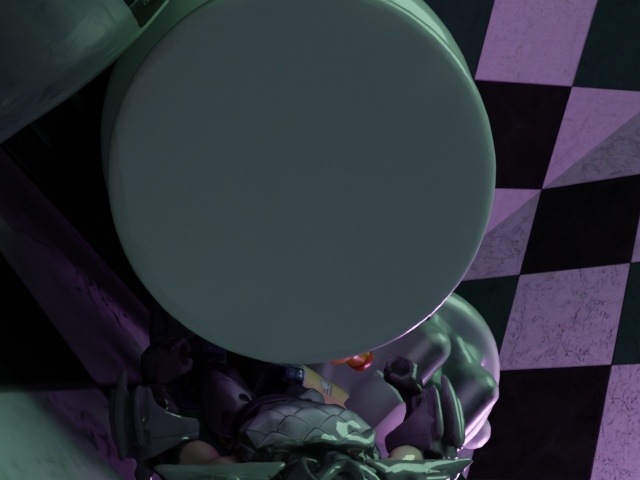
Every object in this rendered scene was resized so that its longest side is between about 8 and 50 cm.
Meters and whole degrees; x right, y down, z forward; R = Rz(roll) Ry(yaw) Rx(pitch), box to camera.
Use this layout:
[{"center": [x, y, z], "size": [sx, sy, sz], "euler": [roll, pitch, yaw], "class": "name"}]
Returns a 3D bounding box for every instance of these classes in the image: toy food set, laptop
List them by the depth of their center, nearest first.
[{"center": [0.034, 0.162, 0.917], "size": [0.104, 0.111, 0.232], "euler": [37, 8, -45], "class": "toy food set"}, {"center": [-0.220, -0.091, 0.926], "size": [0.382, 0.236, 0.408], "euler": [56, 26, -44], "class": "laptop"}]

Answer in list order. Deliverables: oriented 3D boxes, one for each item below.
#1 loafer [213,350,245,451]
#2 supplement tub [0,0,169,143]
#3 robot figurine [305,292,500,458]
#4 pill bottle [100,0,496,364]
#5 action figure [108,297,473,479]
[{"center": [-0.063, 0.070, 0.784], "size": [0.061, 0.062, 0.170], "euler": [12, 54, -58], "class": "loafer"}, {"center": [-0.225, -0.212, 0.482], "size": [0.338, 0.207, 0.207], "euler": [50, 1, -28], "class": "supplement tub"}, {"center": [0.068, 0.124, 1.217], "size": [0.300, 0.200, 0.353], "euler": [46, -3, -19], "class": "robot figurine"}, {"center": [-0.020, -0.066, 0.647], "size": [0.204, 0.204, 0.361], "euler": [51, 6, -12], "class": "pill bottle"}, {"center": [-0.028, 0.094, 0.599], "size": [0.185, 0.099, 0.285], "euler": [14, 4, -20], "class": "action figure"}]
